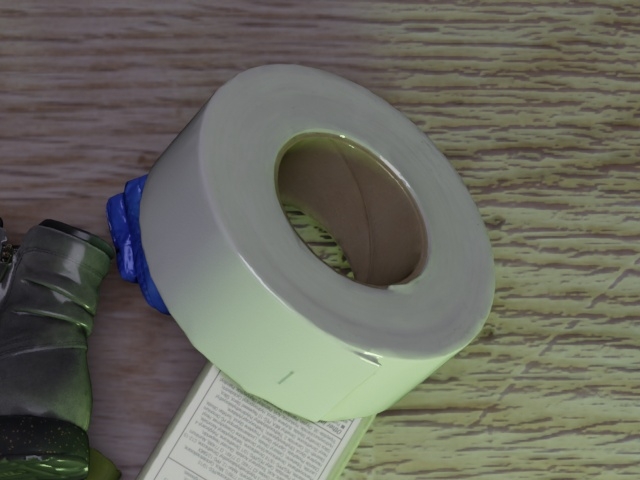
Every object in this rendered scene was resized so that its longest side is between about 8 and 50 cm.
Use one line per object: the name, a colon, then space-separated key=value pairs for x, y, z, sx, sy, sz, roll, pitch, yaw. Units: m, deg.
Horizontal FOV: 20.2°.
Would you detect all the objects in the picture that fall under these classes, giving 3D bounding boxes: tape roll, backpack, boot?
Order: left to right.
boot: x=-0.337 y=0.097 z=1.507 sx=0.338 sy=0.118 sz=0.223 roll=-2 pitch=66 yaw=8
backpack: x=-0.120 y=0.006 z=1.526 sx=0.101 sy=0.098 sz=0.120 roll=-19 pitch=83 yaw=25
tape roll: x=0.000 y=0.000 z=1.443 sx=0.286 sy=0.100 sz=0.286 roll=24 pitch=45 yaw=-25

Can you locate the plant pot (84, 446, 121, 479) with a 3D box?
plant pot: x=-0.209 y=0.213 z=1.509 sx=0.083 sy=0.083 sz=0.079 roll=33 pitch=71 yaw=2

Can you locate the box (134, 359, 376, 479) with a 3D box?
box: x=-0.095 y=0.238 z=1.482 sx=0.148 sy=0.121 sz=0.311 roll=32 pitch=83 yaw=2
